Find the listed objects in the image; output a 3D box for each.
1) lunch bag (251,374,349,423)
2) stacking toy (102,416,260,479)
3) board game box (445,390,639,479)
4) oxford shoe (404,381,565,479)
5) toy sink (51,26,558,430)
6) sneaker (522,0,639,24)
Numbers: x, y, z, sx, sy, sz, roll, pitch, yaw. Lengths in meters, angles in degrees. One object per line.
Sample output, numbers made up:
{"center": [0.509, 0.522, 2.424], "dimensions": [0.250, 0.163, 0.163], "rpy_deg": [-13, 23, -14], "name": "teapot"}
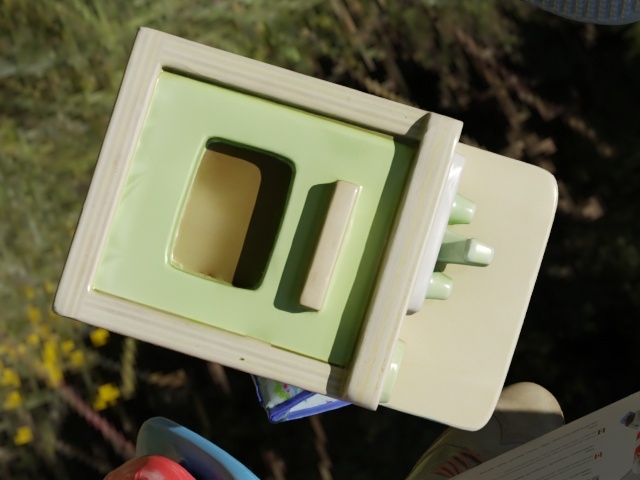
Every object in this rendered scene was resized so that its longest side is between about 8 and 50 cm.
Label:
{"center": [0.006, 0.068, 1.612], "dimensions": [0.151, 0.129, 0.096], "rpy_deg": [-21, 155, 1], "name": "lunch bag"}
{"center": [-0.165, 0.207, 0.966], "dimensions": [0.301, 0.165, 0.175], "rpy_deg": [-9, 107, -28], "name": "stacking toy"}
{"center": [0.167, 0.203, 1.236], "dimensions": [0.053, 0.193, 0.305], "rpy_deg": [32, 140, -24], "name": "board game box"}
{"center": [0.123, 0.235, 1.689], "dimensions": [0.348, 0.123, 0.130], "rpy_deg": [-50, 166, -35], "name": "oxford shoe"}
{"center": [0.000, 0.000, 1.007], "dimensions": [0.234, 0.153, 0.131], "rpy_deg": [18, 178, 1], "name": "toy sink"}
{"center": [0.184, -0.299, 1.714], "dimensions": [0.135, 0.366, 0.150], "rpy_deg": [41, 80, -41], "name": "sneaker"}
